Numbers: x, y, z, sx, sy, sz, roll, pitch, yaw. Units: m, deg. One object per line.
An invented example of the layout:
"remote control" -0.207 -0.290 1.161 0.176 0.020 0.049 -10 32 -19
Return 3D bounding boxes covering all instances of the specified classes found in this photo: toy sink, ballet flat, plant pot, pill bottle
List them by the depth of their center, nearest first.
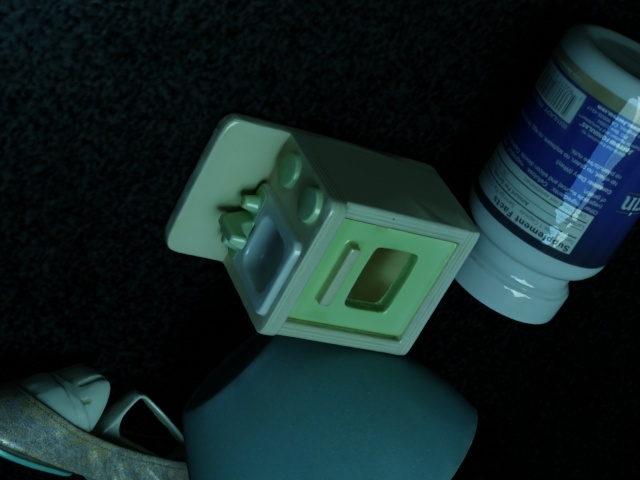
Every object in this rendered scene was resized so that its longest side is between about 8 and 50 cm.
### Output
"toy sink" 0.000 0.000 1.270 0.234 0.131 0.153 14 119 -32
"pill bottle" 0.234 -0.058 1.316 0.153 0.153 0.265 12 121 -32
"plant pot" -0.021 0.191 1.352 0.290 0.290 0.195 -41 97 11
"ballet flat" -0.224 0.182 1.354 0.316 0.107 0.106 35 87 -45
